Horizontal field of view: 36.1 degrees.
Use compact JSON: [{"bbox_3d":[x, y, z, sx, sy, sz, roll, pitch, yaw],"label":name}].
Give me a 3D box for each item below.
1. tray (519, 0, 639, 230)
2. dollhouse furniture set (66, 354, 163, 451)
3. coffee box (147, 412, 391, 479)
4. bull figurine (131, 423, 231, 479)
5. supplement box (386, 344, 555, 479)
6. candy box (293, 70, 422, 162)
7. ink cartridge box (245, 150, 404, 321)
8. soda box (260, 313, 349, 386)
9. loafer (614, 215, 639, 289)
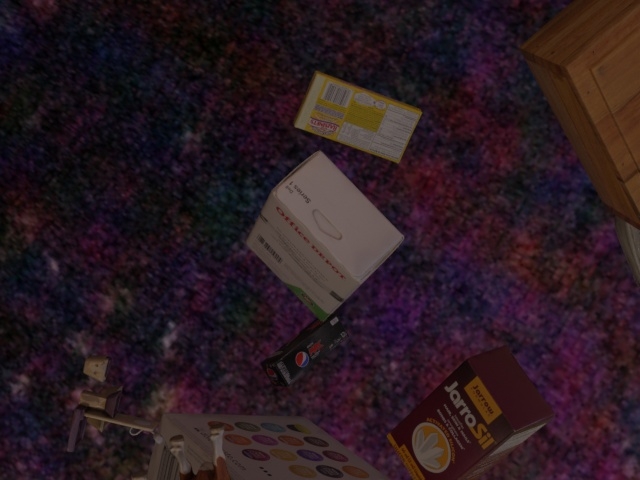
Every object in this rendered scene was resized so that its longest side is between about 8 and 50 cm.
[{"bbox_3d":[0.383,-0.211,0.836,0.411,0.076,0.203,-41,124,-3],"label":"tray"},{"bbox_3d":[-0.178,0.150,0.932,0.114,0.081,0.091,-75,178,-85],"label":"dollhouse furniture set"},{"bbox_3d":[-0.112,0.532,1.779,0.334,0.337,0.338,9,99,-35],"label":"coffee box"},{"bbox_3d":[-0.180,0.382,1.402,0.310,0.101,0.188,-49,129,-68],"label":"bull figurine"},{"bbox_3d":[0.179,0.226,1.196,0.080,0.104,0.188,-10,148,-42],"label":"supplement box"},{"bbox_3d":[0.066,-0.217,1.733,0.205,0.027,0.105,18,115,-16],"label":"candy box"},{"bbox_3d":[0.000,0.000,1.287,0.092,0.160,0.219,-43,177,-22],"label":"ink cartridge box"},{"bbox_3d":[-0.029,0.206,1.855,0.169,0.060,0.053,-36,105,-31],"label":"soda box"},{"bbox_3d":[0.512,0.056,1.449,0.112,0.111,0.319,-40,115,-7],"label":"loafer"}]
